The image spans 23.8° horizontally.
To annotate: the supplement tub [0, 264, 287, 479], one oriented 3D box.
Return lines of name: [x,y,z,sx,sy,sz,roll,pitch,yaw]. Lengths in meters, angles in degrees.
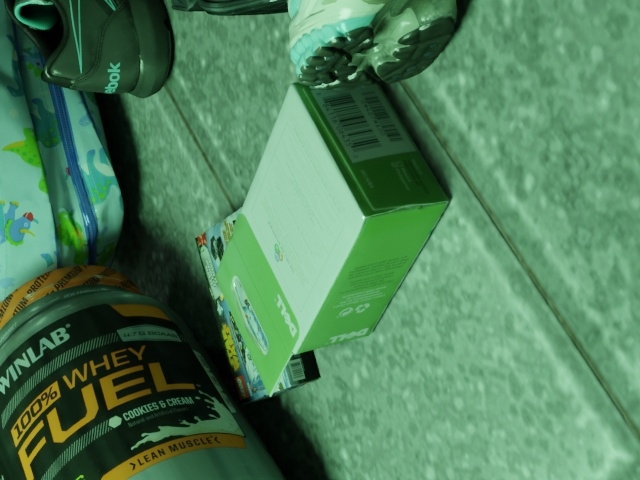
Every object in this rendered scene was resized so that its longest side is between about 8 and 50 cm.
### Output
supplement tub: [-0.148,0.173,1.183,0.316,0.194,0.193,52,142,41]

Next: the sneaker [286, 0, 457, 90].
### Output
sneaker: [0.041,-0.187,0.803,0.283,0.110,0.122,-41,61,58]

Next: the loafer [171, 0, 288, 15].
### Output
loafer: [-0.058,-0.185,1.030,0.170,0.062,0.061,18,111,57]

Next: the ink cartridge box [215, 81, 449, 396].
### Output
ink cartridge box: [0.000,0.000,0.990,0.109,0.062,0.209,62,148,27]

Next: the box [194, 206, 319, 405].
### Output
box: [-0.049,0.049,1.134,0.094,0.027,0.137,-27,76,59]

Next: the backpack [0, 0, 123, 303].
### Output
backpack: [-0.313,-0.097,1.362,0.290,0.273,0.355,118,155,-46]

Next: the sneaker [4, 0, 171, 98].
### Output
sneaker: [-0.208,-0.234,1.237,0.267,0.106,0.101,66,151,24]
